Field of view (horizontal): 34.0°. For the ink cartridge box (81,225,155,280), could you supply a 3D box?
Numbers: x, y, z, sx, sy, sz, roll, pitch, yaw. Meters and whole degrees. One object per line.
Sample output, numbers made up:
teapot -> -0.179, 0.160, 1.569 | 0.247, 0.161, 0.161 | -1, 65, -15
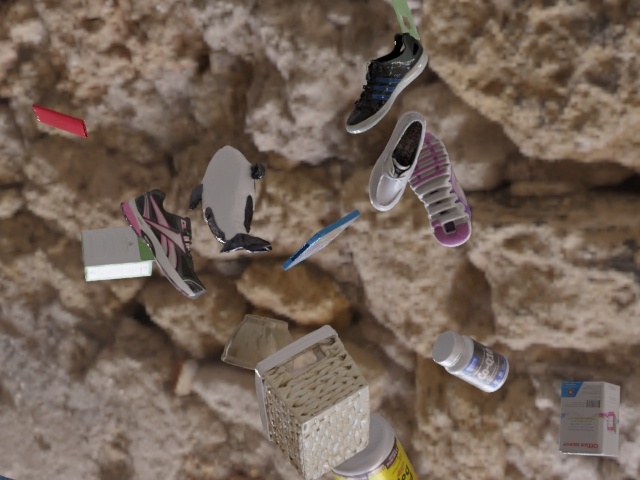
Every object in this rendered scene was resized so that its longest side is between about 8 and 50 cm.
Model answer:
ink cartridge box -> -0.451, 0.026, 2.457 | 0.209, 0.062, 0.109 | -6, -127, -13

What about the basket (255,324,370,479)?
basket -> -0.005, 0.207, 1.301 | 0.113, 0.167, 0.103 | -28, -124, -20

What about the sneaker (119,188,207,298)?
sneaker -> -0.214, 0.001, 1.524 | 0.077, 0.178, 0.072 | -35, -175, -9

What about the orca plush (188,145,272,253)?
orca plush -> -0.133, -0.050, 1.829 | 0.151, 0.102, 0.287 | -36, -142, -1

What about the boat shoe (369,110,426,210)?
boat shoe -> 0.136, -0.132, 1.803 | 0.066, 0.184, 0.063 | 26, -165, -8

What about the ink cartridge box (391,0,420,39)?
ink cartridge box -> 0.118, -0.497, 2.028 | 0.056, 0.235, 0.171 | -19, -165, -1

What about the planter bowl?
planter bowl -> -0.127, 0.222, 2.286 | 0.162, 0.109, 0.162 | 12, 179, 0

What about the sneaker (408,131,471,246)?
sneaker -> 0.246, -0.107, 2.129 | 0.095, 0.236, 0.104 | -18, -175, 24

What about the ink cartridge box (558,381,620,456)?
ink cartridge box -> 0.459, 0.306, 1.788 | 0.052, 0.122, 0.088 | 19, 161, -40

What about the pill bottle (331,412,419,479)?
pill bottle -> 0.092, 0.383, 1.679 | 0.117, 0.215, 0.117 | -17, -142, 13

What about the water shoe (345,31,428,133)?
water shoe -> 0.101, -0.282, 1.855 | 0.203, 0.080, 0.073 | -49, -150, -7

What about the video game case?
video game case -> 0.000, 0.000, 2.124 | 0.119, 0.015, 0.166 | -31, 173, -37

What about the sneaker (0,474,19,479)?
sneaker -> -0.542, 0.462, 1.826 | 0.147, 0.130, 0.330 | 1, 164, 13

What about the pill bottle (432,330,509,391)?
pill bottle -> 0.282, 0.227, 1.979 | 0.137, 0.078, 0.078 | 29, -169, -26

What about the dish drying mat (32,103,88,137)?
dish drying mat -> -0.356, -0.164, 1.433 | 0.083, 0.032, 0.008 | 20, -125, 20
